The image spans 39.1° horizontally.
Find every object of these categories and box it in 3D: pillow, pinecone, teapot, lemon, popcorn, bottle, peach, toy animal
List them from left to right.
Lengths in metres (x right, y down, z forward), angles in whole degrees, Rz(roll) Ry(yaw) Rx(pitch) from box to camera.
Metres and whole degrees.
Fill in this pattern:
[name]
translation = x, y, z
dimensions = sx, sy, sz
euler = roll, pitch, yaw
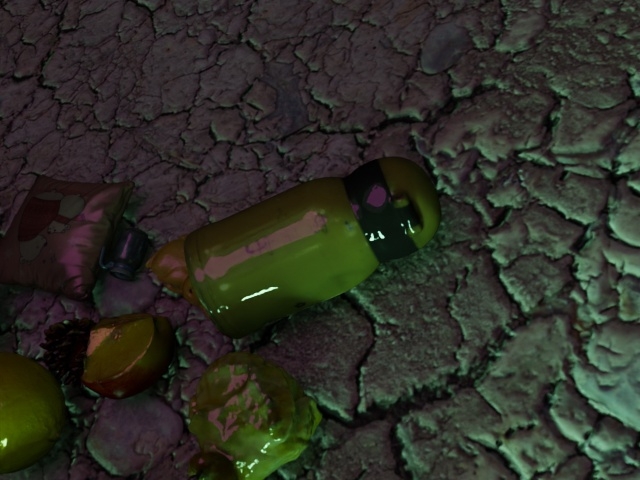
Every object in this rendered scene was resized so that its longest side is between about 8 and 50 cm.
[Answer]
[lemon]
translation = -0.469, 0.257, 1.337
dimensions = 0.203, 0.178, 0.178
euler = 17, 71, 18
[pillow]
translation = -0.442, -0.013, 1.527
dimensions = 0.236, 0.084, 0.223
euler = 7, 65, 26
[pinecone]
translation = -0.375, 0.174, 1.393
dimensions = 0.102, 0.102, 0.109
euler = -32, 79, 6
[teapot]
translation = -0.317, 0.019, 1.463
dimensions = 0.049, 0.064, 0.083
euler = -6, 59, 44
[peach]
translation = -0.280, 0.170, 1.332
dimensions = 0.151, 0.118, 0.151
euler = -12, 14, 3
[toy animal]
translation = -0.189, 0.063, 1.382
dimensions = 0.083, 0.070, 0.159
euler = -46, 59, -6
[popcorn]
translation = -0.107, 0.246, 1.182
dimensions = 0.168, 0.173, 0.195
euler = 39, 83, 3
[bottle]
translation = 0.000, 0.000, 1.268
dimensions = 0.351, 0.171, 0.171
euler = -23, 56, 9
